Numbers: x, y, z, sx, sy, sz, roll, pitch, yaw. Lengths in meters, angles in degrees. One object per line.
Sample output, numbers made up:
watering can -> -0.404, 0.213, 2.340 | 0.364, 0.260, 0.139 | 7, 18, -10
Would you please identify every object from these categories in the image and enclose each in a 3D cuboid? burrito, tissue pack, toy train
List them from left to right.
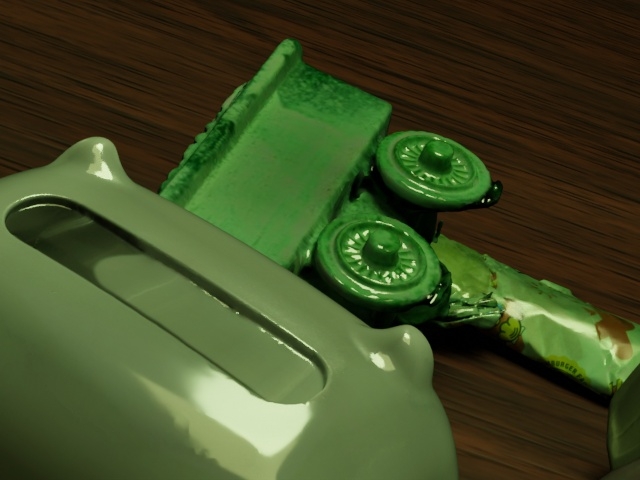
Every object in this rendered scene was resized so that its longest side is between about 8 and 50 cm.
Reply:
tissue pack -> -0.099, 0.108, 0.975 | 0.333, 0.236, 0.229 | 31, 31, 22
toy train -> 0.000, 0.000, 1.293 | 0.202, 0.145, 0.266 | 25, 40, 8
burrito -> 0.120, 0.049, 1.411 | 0.288, 0.054, 0.104 | 27, 31, 11

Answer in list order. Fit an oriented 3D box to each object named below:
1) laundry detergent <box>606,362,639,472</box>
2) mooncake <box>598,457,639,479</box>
laundry detergent -> 0.329, 0.138, 1.256 | 0.253, 0.181, 0.091 | 18, 48, -15
mooncake -> 0.234, 0.198, 0.980 | 0.306, 0.306, 0.154 | -7, 32, -39
